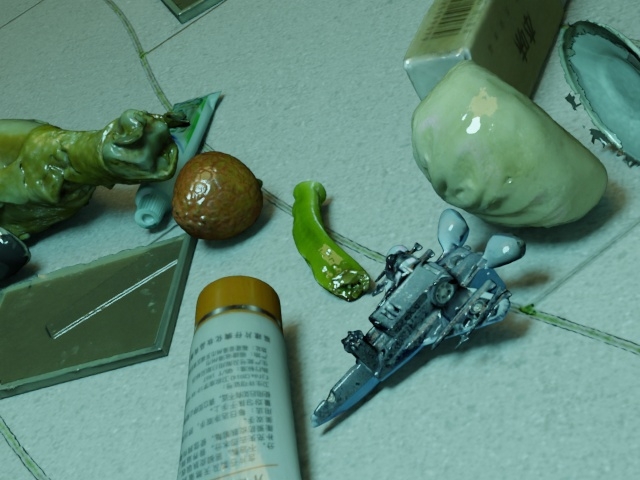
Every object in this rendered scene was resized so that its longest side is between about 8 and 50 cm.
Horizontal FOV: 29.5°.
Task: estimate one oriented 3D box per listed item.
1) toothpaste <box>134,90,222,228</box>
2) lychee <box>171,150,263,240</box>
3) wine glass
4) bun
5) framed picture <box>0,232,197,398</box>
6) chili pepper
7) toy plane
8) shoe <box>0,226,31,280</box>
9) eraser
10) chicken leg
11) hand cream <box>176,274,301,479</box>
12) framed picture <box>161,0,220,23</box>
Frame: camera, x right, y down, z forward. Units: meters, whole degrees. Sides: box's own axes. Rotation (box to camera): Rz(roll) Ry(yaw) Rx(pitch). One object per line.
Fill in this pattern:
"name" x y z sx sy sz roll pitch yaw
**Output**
"toothpaste" -0.190 -0.114 1.584 0.075 0.048 0.297 -14 34 19
"lychee" -0.119 -0.058 1.401 0.114 0.101 0.140 -11 42 40
"wine glass" 0.414 -0.228 1.177 0.357 0.190 0.190 -38 35 -8
"bun" 0.175 -0.077 1.176 0.128 0.193 0.178 -53 8 8
"framed picture" -0.283 0.089 1.401 0.281 0.019 0.209 -15 36 19
"chili pepper" 0.000 0.000 1.296 0.052 0.050 0.201 -58 28 23
"toy plane" 0.073 0.074 1.111 0.246 0.078 0.169 -39 36 -16
"shoe" -0.466 0.046 1.532 0.228 0.099 0.112 -8 46 34
"eraser" 0.204 -0.253 1.393 0.078 0.144 0.343 -5 41 34
"chicken leg" -0.328 -0.089 1.505 0.429 0.201 0.152 -9 78 39
"hand cream" -0.071 0.164 1.092 0.140 0.089 0.314 -18 39 17
"framed picture" -0.184 -0.482 2.085 0.240 0.020 0.324 -33 33 -6
